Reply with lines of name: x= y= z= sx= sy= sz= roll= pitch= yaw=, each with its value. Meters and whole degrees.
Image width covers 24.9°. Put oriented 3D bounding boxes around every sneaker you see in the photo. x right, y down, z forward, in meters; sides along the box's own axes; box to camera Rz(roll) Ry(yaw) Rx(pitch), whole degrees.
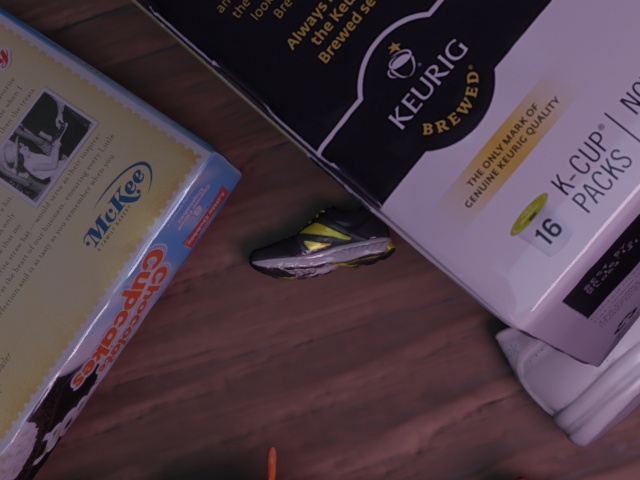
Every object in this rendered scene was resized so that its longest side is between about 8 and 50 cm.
sneaker: x=0.000 y=0.000 z=0.820 sx=0.083 sy=0.031 sz=0.035 roll=-9 pitch=75 yaw=4
sneaker: x=0.184 y=0.007 z=0.771 sx=0.212 sy=0.080 sz=0.094 roll=-45 pitch=72 yaw=7

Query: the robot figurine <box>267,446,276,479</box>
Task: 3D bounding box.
robot figurine: x=-0.048 y=0.223 z=0.760 sx=0.158 sy=0.128 sz=0.219 roll=20 pitch=71 yaw=40

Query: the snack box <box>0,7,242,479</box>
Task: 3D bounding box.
snack box: x=-0.211 y=0.041 z=0.796 sx=0.187 sy=0.060 sz=0.322 roll=34 pitch=87 yaw=18

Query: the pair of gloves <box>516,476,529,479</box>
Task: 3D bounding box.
pair of gloves: x=0.121 y=0.223 z=0.756 sx=0.198 sy=0.023 sz=0.159 roll=38 pitch=71 yaw=-13

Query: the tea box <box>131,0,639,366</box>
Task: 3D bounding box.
tea box: x=0.099 y=-0.169 z=0.679 sx=0.323 sy=0.220 sz=0.329 roll=43 pitch=96 yaw=19
